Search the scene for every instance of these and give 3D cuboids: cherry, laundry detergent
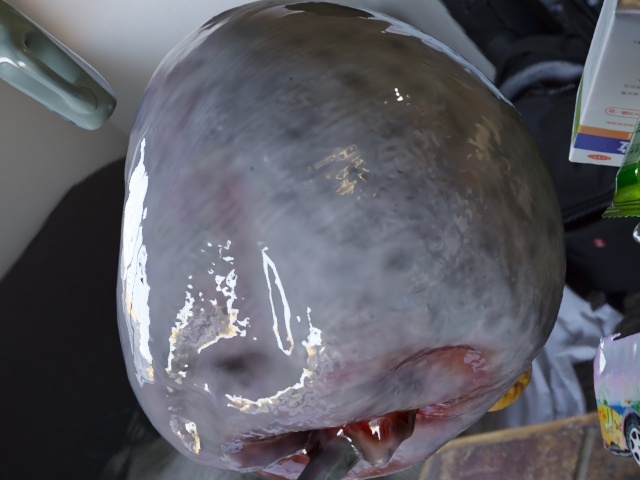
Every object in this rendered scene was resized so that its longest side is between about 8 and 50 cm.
[{"bbox_3d":[0.000,-0.004,0.518,0.291,0.335,0.326,-15,-3,-6],"label":"cherry"},{"bbox_3d":[-0.466,-0.293,1.265,0.105,0.215,0.280,-50,-24,0],"label":"laundry detergent"}]

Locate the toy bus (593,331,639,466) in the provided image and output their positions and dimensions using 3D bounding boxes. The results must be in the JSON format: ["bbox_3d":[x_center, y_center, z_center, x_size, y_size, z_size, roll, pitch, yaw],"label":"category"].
[{"bbox_3d":[0.327,0.125,0.664,0.112,0.138,0.317,-10,-14,-2],"label":"toy bus"}]

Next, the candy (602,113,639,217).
[{"bbox_3d":[0.235,-0.096,0.486,0.178,0.032,0.102,-68,14,-11],"label":"candy"}]

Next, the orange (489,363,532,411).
[{"bbox_3d":[0.281,0.210,1.335,0.159,0.159,0.136,-53,30,-9],"label":"orange"}]

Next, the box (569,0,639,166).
[{"bbox_3d":[0.393,-0.184,0.855,0.299,0.200,0.106,72,-151,-65],"label":"box"}]

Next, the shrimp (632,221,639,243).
[{"bbox_3d":[0.709,-0.129,1.371,0.446,0.221,0.110,-61,33,37],"label":"shrimp"}]
